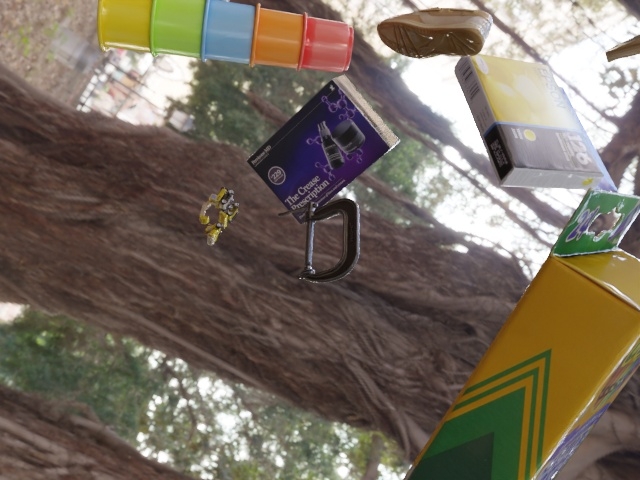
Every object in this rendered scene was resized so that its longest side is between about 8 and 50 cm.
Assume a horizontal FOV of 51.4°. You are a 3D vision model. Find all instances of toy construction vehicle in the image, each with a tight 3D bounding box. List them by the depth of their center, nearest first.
[{"bbox_3d":[-0.178,-0.047,1.151,0.086,0.035,0.098,102,15,-55],"label":"toy construction vehicle"}]

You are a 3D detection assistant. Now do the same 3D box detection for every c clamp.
[{"bbox_3d":[0.000,0.000,0.972,0.137,0.022,0.161,-22,-132,22],"label":"c clamp"}]

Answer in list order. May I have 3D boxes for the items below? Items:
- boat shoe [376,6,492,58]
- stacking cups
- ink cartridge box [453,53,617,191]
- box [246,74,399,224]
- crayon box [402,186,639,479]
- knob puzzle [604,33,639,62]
[{"bbox_3d":[0.157,-0.290,0.913,0.170,0.063,0.059,19,-118,37],"label":"boat shoe"},{"bbox_3d":[-0.118,-0.266,0.862,0.096,0.316,0.096,-173,-90,-79],"label":"stacking cups"},{"bbox_3d":[0.455,-0.243,1.367,0.072,0.307,0.304,120,-38,-52],"label":"ink cartridge box"},{"bbox_3d":[0.004,-0.189,1.398,0.261,0.184,0.103,-40,-179,25],"label":"box"},{"bbox_3d":[0.198,0.118,0.561,0.083,0.203,0.323,37,-68,30],"label":"crayon box"},{"bbox_3d":[0.348,-0.183,0.571,0.213,0.030,0.213,-19,-168,4],"label":"knob puzzle"}]
